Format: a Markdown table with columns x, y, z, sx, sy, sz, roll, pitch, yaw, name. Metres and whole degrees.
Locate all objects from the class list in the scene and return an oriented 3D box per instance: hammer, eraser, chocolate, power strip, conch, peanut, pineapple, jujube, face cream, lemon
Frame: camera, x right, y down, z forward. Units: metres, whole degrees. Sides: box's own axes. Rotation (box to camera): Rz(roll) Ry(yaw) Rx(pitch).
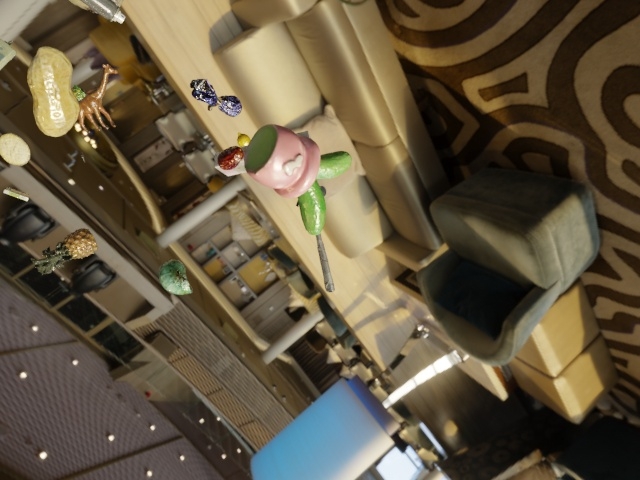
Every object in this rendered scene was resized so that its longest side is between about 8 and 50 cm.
| x | y | z | sx | sy | sz | roll | pitch | yaw | name |
| --- | --- | --- | --- | --- | --- | --- | --- | --- | --- |
| 0.001 | 0.000 | 1.661 | 0.152 | 0.044 | 0.427 | -14 | 90 | 45 | hammer |
| -1.216 | -0.186 | 1.657 | 0.083 | 0.019 | 0.038 | 25 | -167 | -34 | eraser |
| -0.578 | -0.769 | 2.252 | 0.126 | 0.148 | 0.343 | 54 | -159 | 20 | chocolate |
| -1.210 | -0.657 | 1.517 | 0.080 | 0.227 | 0.029 | 35 | 167 | -3 | power strip |
| -0.713 | 0.182 | 2.032 | 0.176 | 0.122 | 0.188 | 45 | -173 | -37 | conch |
| -0.947 | -0.521 | 1.468 | 0.149 | 0.149 | 0.313 | 44 | 135 | 38 | peanut |
| -0.226 | -0.358 | 1.727 | 0.213 | 0.396 | 0.082 | 22 | -124 | -83 | eraser |
| -1.087 | 0.047 | 1.762 | 0.128 | 0.248 | 0.128 | 37 | 146 | 30 | pineapple |
| -0.319 | -0.294 | 1.478 | 0.129 | 0.077 | 0.077 | -12 | 120 | 51 | jujube |
| -0.882 | -0.932 | 1.562 | 0.283 | 0.073 | 0.073 | 29 | -172 | -42 | face cream |
| -0.373 | -0.485 | 2.016 | 0.092 | 0.065 | 0.065 | 57 | 170 | -23 | lemon |

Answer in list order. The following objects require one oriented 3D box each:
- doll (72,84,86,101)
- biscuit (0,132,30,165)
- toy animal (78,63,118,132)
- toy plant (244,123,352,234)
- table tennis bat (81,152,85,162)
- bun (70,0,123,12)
| x | y | z | sx | sy | sz | roll | pitch | yaw | name |
| --- | --- | --- | --- | --- | --- | --- | --- | --- | --- |
| -1.151 | -0.665 | 1.955 | 0.078 | 0.113 | 0.076 | 28 | 180 | 26 | doll |
| -1.415 | -0.418 | 1.909 | 0.152 | 0.152 | 0.020 | 54 | -165 | -17 | biscuit |
| -0.871 | -0.555 | 1.627 | 0.066 | 0.224 | 0.230 | -99 | -3 | -63 | toy animal |
| -0.080 | -0.211 | 1.373 | 0.210 | 0.317 | 0.356 | 25 | -178 | 40 | toy plant |
| -1.185 | -0.415 | 2.066 | 0.083 | 0.007 | 0.050 | 9 | 111 | 66 | table tennis bat |
| -0.992 | -1.113 | 1.818 | 0.281 | 0.281 | 0.205 | 38 | 141 | 56 | bun |
